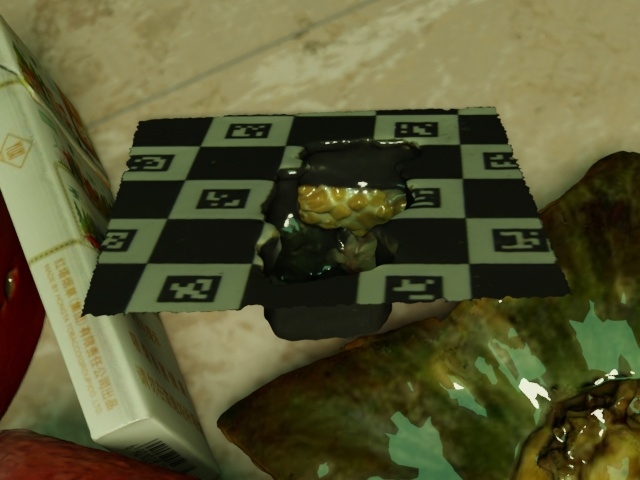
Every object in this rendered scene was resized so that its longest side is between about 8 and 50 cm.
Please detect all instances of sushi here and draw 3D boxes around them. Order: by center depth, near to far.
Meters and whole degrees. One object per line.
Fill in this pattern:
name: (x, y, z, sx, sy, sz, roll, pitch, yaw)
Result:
sushi: (0.000, 0.000, 0.546, 0.192, 0.051, 0.215, -2, 26, 1)

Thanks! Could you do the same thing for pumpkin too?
pumpkin: (0.121, 0.120, 0.489, 0.258, 0.095, 0.290, -34, 63, -6)

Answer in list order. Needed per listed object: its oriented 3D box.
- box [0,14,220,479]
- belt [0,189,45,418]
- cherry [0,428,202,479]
box: (-0.111, 0.005, 0.550, 0.032, 0.122, 0.220, -26, 66, 0)
belt: (-0.282, 0.054, 0.550, 0.227, 0.115, 0.324, 36, 72, 22)
cherry: (-0.074, 0.198, 0.423, 0.239, 0.206, 0.239, -22, 37, 17)
